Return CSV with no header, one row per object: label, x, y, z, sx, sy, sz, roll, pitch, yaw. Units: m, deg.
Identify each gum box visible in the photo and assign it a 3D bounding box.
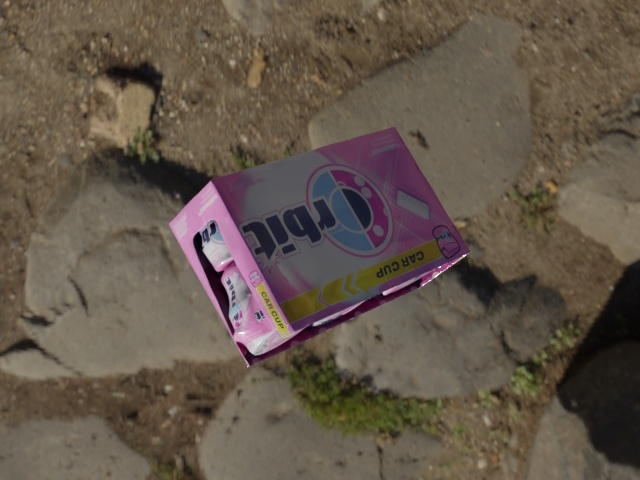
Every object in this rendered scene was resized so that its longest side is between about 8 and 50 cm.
gum box,0.000,0.000,0.719,0.062,0.188,0.107,-40,76,45
